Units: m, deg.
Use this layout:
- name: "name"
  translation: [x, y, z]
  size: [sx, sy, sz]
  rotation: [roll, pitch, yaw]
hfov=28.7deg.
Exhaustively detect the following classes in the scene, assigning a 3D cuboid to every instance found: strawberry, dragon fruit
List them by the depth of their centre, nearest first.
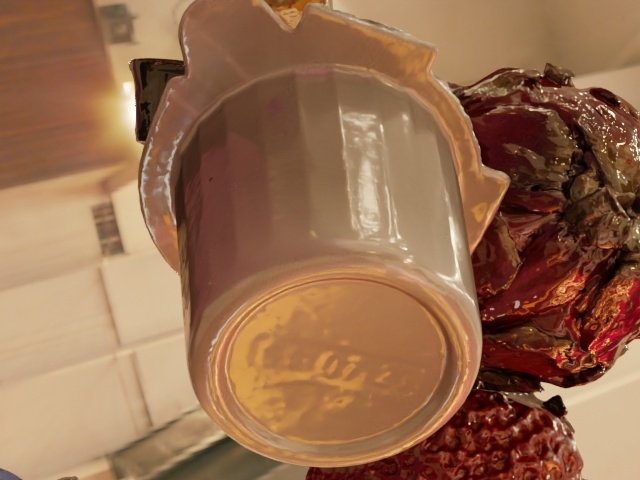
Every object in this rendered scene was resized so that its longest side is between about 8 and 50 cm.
- name: "dragon fruit"
  translation: [0.186, -0.010, 1.196]
  size: [0.329, 0.329, 0.329]
  rotation: [31, -52, 50]
- name: "strawberry"
  translation: [0.111, 0.251, 1.227]
  size: [0.261, 0.258, 0.261]
  rotation: [4, -83, 40]

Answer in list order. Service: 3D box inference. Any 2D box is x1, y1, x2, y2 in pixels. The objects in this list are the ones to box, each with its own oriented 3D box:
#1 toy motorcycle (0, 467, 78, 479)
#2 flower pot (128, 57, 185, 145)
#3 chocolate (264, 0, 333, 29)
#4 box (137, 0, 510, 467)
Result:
- name: "toy motorcycle"
  translation: [-0.520, 0.450, 1.905]
  size: [0.212, 0.358, 0.125]
  rotation: [43, 16, -26]
- name: "flower pot"
  translation: [-0.164, -0.161, 1.549]
  size: [0.157, 0.157, 0.106]
  rotation: [4, -92, 58]
- name: "chocolate"
  translation: [-0.023, -0.205, 1.102]
  size: [0.219, 0.086, 0.085]
  rotation: [58, 11, -80]
- name: "box"
  translation: [0.000, 0.000, 0.812]
  size: [0.206, 0.262, 0.291]
  rotation: [-99, 167, -53]
